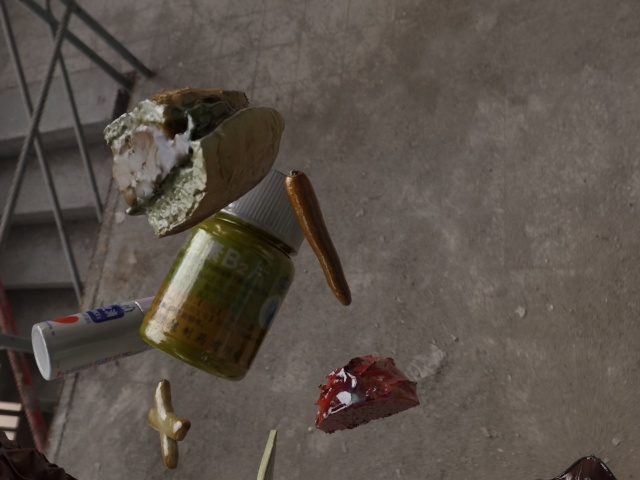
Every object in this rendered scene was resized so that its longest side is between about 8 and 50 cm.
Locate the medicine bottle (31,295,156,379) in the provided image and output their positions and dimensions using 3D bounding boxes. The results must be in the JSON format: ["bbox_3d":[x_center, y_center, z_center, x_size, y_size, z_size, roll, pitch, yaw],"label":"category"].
[{"bbox_3d":[-0.482,0.217,1.355,0.130,0.341,0.130,16,111,48],"label":"medicine bottle"}]

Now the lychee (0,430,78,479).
[{"bbox_3d":[-0.321,0.372,0.412,0.424,0.424,0.500,-29,84,12],"label":"lychee"}]

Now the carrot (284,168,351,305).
[{"bbox_3d":[0.000,0.000,0.925,0.043,0.043,0.248,-17,107,18],"label":"carrot"}]

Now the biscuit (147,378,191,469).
[{"bbox_3d":[-0.433,0.514,1.613,0.208,0.047,0.164,41,118,48],"label":"biscuit"}]

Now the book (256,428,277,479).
[{"bbox_3d":[-0.147,0.656,1.473,0.026,0.289,0.201,9,28,3],"label":"book"}]

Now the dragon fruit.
[{"bbox_3d":[0.075,0.331,1.324,0.274,0.126,0.161,-24,46,20],"label":"dragon fruit"}]

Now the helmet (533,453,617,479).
[{"bbox_3d":[0.491,0.522,1.071,0.216,0.189,0.193,4,49,36],"label":"helmet"}]

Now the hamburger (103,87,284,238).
[{"bbox_3d":[-0.104,-0.094,0.631,0.155,0.207,0.135,-12,96,38],"label":"hamburger"}]

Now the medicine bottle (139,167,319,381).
[{"bbox_3d":[-0.164,0.057,1.113,0.224,0.224,0.384,19,76,30],"label":"medicine bottle"}]
